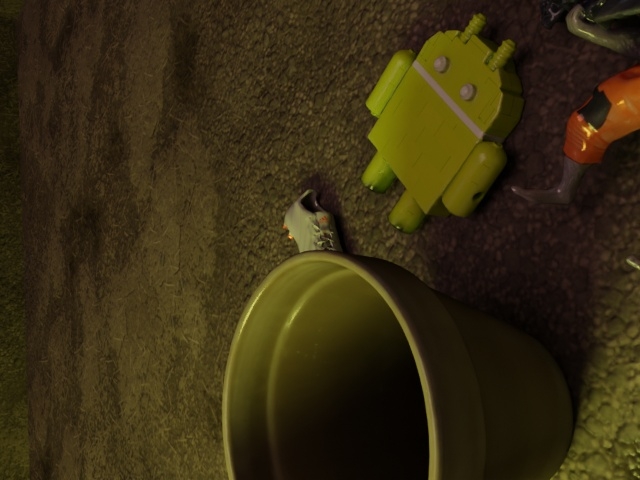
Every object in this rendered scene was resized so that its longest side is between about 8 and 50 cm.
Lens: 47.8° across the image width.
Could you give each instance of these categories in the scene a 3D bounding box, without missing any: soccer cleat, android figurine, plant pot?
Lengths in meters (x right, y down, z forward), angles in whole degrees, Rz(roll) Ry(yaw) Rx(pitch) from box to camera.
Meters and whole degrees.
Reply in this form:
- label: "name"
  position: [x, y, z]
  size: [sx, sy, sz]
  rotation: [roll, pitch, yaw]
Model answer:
- label: "soccer cleat"
  position: [0.000, 0.000, 1.074]
  size: [0.076, 0.068, 0.196]
  rotation: [-58, 41, 25]
- label: "android figurine"
  position: [0.149, -0.147, 0.910]
  size: [0.273, 0.056, 0.248]
  rotation: [-58, 44, 33]
- label: "plant pot"
  position: [0.096, 0.179, 0.744]
  size: [0.323, 0.280, 0.323]
  rotation: [-9, 78, 51]

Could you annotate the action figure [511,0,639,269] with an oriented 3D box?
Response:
- label: "action figure"
  position: [0.312, -0.163, 0.665]
  size: [0.341, 0.178, 0.330]
  rotation: [-104, 37, -72]
